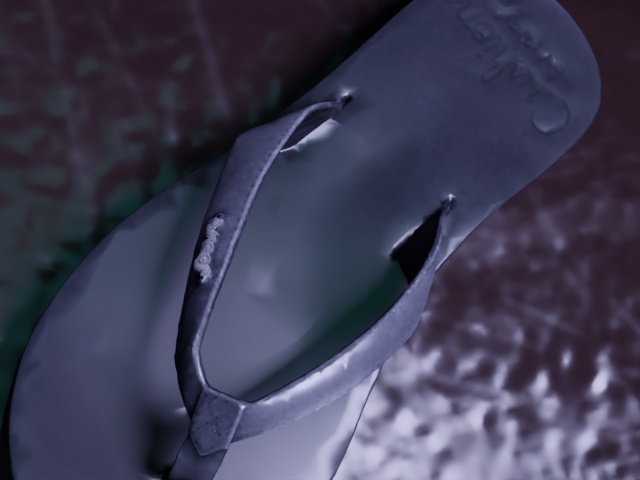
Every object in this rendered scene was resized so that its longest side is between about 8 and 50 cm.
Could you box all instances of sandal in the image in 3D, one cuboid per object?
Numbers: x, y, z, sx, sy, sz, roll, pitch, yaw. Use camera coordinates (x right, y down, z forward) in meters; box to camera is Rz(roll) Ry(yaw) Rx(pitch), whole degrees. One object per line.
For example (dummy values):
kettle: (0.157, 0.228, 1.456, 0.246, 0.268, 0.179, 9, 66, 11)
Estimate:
sandal: (0.000, -0.001, 0.366, 0.097, 0.054, 0.254, 41, 66, -4)
